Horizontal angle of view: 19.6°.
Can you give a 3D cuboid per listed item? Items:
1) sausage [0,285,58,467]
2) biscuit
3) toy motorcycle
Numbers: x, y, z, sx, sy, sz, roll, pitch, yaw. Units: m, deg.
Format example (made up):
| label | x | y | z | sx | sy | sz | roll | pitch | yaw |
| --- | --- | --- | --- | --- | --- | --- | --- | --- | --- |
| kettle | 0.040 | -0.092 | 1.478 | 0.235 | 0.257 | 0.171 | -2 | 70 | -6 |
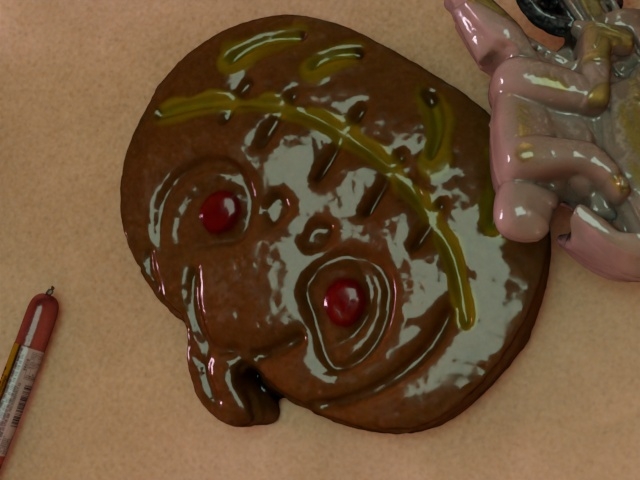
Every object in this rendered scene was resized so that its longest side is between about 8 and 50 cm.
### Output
| label | x | y | z | sx | sy | sz | roll | pitch | yaw |
| --- | --- | --- | --- | --- | --- | --- | --- | --- | --- |
| sausage | -0.279 | 0.145 | 1.655 | 0.029 | 0.029 | 0.223 | 19 | 85 | 19 |
| biscuit | -0.003 | -0.001 | 1.578 | 0.394 | 0.070 | 0.350 | 27 | 88 | 19 |
| toy motorcycle | 0.218 | -0.088 | 1.492 | 0.223 | 0.108 | 0.341 | -25 | 74 | -14 |
